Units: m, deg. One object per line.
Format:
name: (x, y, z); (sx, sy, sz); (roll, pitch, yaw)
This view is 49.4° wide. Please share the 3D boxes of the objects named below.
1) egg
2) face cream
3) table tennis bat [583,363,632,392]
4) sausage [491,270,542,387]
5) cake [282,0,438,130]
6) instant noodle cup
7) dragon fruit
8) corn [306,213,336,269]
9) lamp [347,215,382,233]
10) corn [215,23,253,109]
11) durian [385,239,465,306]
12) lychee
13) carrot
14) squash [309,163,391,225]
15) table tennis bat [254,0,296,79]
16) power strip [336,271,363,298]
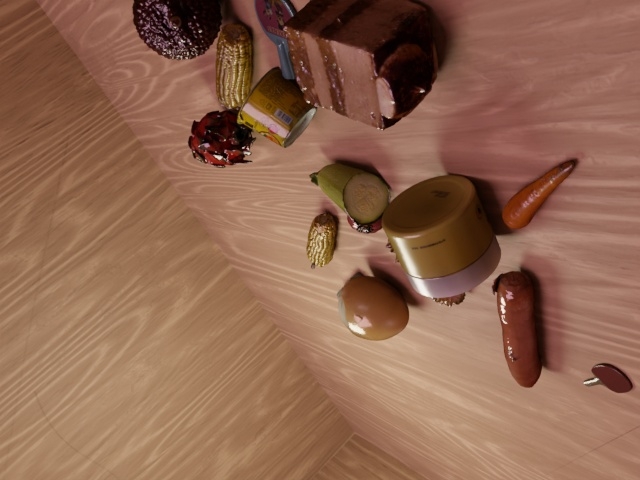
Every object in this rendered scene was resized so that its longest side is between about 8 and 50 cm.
egg: (0.171, 0.220, 2.226); (0.244, 0.201, 0.201); (15, 144, 37)
face cream: (0.266, -0.012, 1.537); (0.218, 0.218, 0.179); (19, 145, 55)
table tennis bat: (0.668, 0.327, 1.636); (0.087, 0.013, 0.156); (44, 159, 5)
sausage: (0.489, 0.229, 1.709); (0.094, 0.094, 0.419); (61, 175, 45)
cake: (0.102, -0.346, 1.305); (0.293, 0.198, 0.196); (28, 148, 36)
instant noodle cup: (-0.107, -0.336, 1.815); (0.144, 0.182, 0.182); (38, 160, 3)
dragon fruit: (-0.308, -0.326, 2.237); (0.273, 0.193, 0.192); (-9, 127, 34)
corn: (0.000, 0.000, 2.324); (0.106, 0.106, 0.293); (42, 159, 18)
lamp: (0.127, -0.064, 1.928); (0.107, 0.093, 0.108); (9, 146, 6)
corn: (-0.239, -0.471, 1.927); (0.115, 0.115, 0.318); (45, 160, 10)
durian: (0.257, 0.050, 1.841); (0.191, 0.112, 0.341); (21, 150, 49)
lychee: (-0.374, -0.592, 1.816); (0.236, 0.235, 0.271); (59, 178, -28)
carrot: (0.410, -0.089, 1.330); (0.061, 0.061, 0.257); (44, 157, 11)
squash: (0.059, -0.162, 1.885); (0.287, 0.137, 0.137); (42, 163, 47)
table tennis bat: (-0.094, -0.496, 1.676); (0.153, 0.040, 0.244); (34, 152, 35)
power strip: (0.119, 0.179, 2.482); (0.078, 0.052, 0.272); (46, 160, 6)
